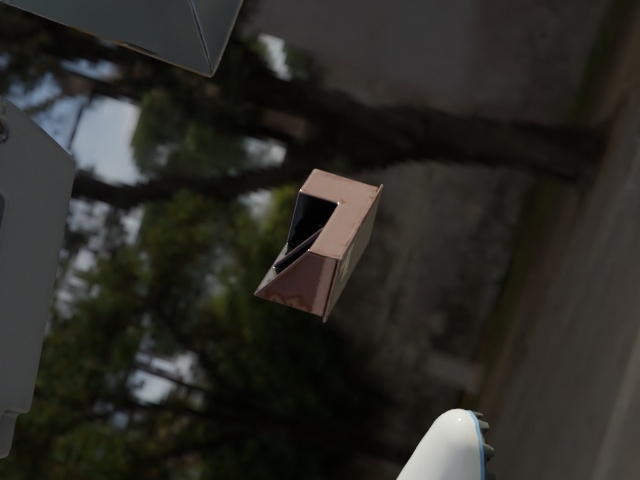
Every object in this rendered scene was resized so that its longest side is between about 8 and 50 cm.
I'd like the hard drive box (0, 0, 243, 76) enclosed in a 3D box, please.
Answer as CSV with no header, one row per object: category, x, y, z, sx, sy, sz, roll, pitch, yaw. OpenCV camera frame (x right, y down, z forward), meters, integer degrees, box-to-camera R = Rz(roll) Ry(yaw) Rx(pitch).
hard drive box,-0.135,-0.176,1.106,0.232,0.181,0.089,-112,43,-79

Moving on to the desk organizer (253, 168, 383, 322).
desk organizer,0.000,0.000,1.241,0.130,0.050,0.047,-59,-15,-63

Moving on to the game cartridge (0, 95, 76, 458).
game cartridge,-0.248,-0.013,0.907,0.294,0.060,0.196,22,-103,-48

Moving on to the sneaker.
sneaker,0.031,0.201,1.070,0.085,0.086,0.237,-118,50,-69
